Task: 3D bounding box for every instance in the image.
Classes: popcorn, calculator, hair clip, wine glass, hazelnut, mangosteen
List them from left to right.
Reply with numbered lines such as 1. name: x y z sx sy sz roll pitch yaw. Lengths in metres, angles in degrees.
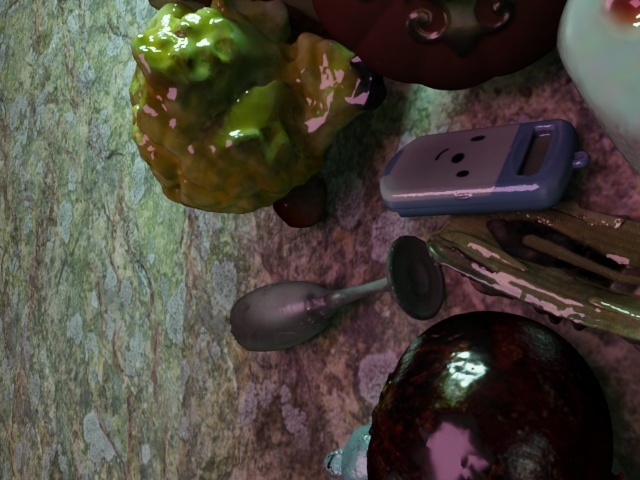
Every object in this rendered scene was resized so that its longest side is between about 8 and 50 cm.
1. popcorn: -0.115 -0.169 0.749 0.237 0.293 0.292 -144 66 -75
2. hazelnut: -0.027 -0.060 0.841 0.086 0.086 0.086 -8 79 46
3. wine glass: 0.000 0.000 0.799 0.310 0.096 0.264 -21 65 44
4. calculator: 0.160 -0.073 0.611 0.210 0.039 0.121 0 43 36
5. mangosteen: 0.170 0.190 0.515 0.262 0.235 0.235 21 102 12
6. hair clip: 0.249 0.035 0.525 0.321 0.138 0.091 21 143 46

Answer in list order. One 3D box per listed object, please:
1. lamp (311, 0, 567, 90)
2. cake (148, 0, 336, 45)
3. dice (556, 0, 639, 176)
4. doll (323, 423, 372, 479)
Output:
1. lamp: 0.125 -0.295 0.566 0.303 0.303 0.257 -52 8 28
2. cake: -0.058 -0.413 0.786 0.290 0.282 0.255 -8 72 50
3. dice: 0.300 -0.132 0.418 0.192 0.194 0.193 -42 55 37
4. doll: 0.091 0.289 0.680 0.120 0.075 0.179 -29 71 -6
